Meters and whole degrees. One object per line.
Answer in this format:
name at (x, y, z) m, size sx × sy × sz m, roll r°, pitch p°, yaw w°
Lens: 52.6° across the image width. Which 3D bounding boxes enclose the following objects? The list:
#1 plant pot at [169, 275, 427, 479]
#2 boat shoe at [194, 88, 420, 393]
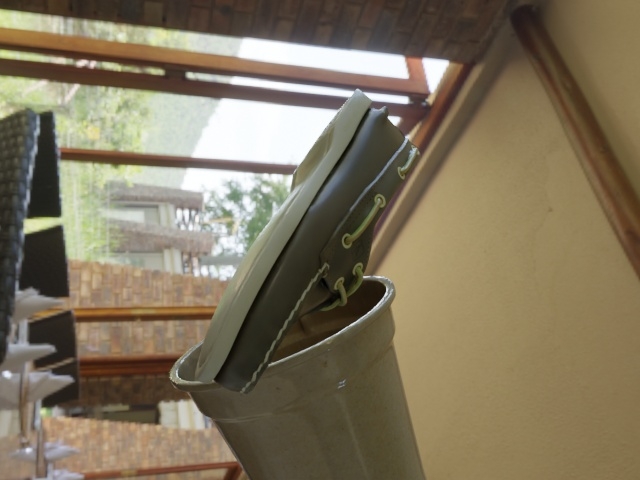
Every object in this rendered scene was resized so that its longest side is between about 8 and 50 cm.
plant pot at (0.002, 0.256, 0.922) m, size 0.306 × 0.333 × 0.334 m, roll 68°, pitch -16°, yaw -8°
boat shoe at (0.002, -0.002, 0.527) m, size 0.109 × 0.091 × 0.305 m, roll -42°, pitch -164°, yaw 53°
